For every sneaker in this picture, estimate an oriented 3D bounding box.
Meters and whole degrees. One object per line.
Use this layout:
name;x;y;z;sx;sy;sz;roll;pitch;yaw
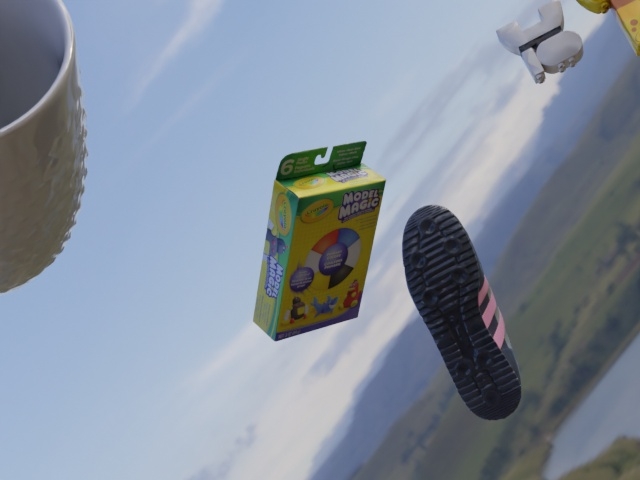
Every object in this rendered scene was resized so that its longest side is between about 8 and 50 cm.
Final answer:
sneaker;0.201;0.098;1.711;0.112;0.319;0.131;-18;4;11

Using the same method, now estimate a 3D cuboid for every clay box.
clay box;0.000;0.000;1.356;0.127;0.053;0.222;-14;-52;-35

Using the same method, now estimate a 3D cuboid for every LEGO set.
LEGO set;0.254;-0.187;0.910;0.227;0.093;0.087;-27;-20;8

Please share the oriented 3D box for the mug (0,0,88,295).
mug;-0.411;-0.127;1.286;0.276;0.374;0.328;-28;-28;-22
